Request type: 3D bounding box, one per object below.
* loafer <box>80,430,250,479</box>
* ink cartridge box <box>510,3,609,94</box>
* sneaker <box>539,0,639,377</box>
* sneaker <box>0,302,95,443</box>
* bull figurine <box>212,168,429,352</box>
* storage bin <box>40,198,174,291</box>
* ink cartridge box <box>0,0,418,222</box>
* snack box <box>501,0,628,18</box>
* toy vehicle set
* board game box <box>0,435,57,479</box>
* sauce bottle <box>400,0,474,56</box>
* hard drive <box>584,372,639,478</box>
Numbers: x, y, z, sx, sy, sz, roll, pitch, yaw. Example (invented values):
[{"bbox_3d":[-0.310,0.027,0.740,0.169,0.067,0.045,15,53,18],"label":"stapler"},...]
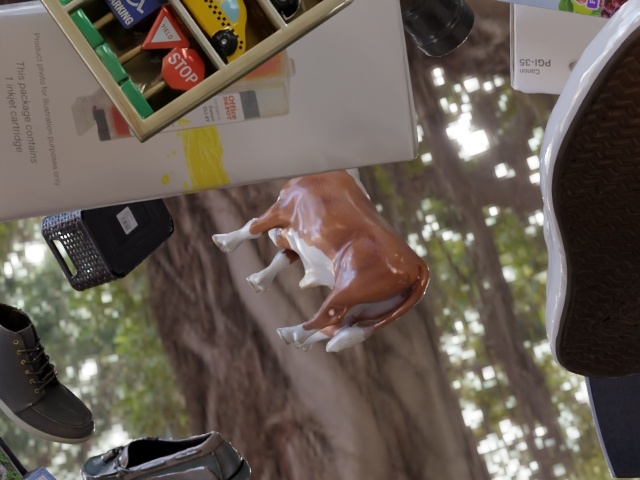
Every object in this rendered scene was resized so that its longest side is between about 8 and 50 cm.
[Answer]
[{"bbox_3d":[-0.212,0.282,1.793,0.267,0.096,0.084,-7,-60,34],"label":"loafer"},{"bbox_3d":[0.365,-0.247,1.585,0.207,0.117,0.283,6,18,30],"label":"ink cartridge box"},{"bbox_3d":[0.166,-0.051,0.762,0.106,0.123,0.290,4,-39,0],"label":"sneaker"},{"bbox_3d":[-0.400,0.189,1.930,0.118,0.222,0.083,-60,-6,30],"label":"sneaker"},{"bbox_3d":[0.000,0.000,1.519,0.188,0.310,0.101,-38,-51,0],"label":"bull figurine"},{"bbox_3d":[-0.308,-0.020,2.015,0.084,0.122,0.180,-17,17,32],"label":"storage bin"},{"bbox_3d":[-0.142,-0.129,1.147,0.385,0.160,0.279,-8,11,-11],"label":"ink cartridge box"},{"bbox_3d":[0.211,-0.260,1.281,0.207,0.070,0.174,14,20,18],"label":"snack box"},{"bbox_3d":[-0.120,-0.215,0.859,0.166,0.267,0.035,-36,1,-6],"label":"toy vehicle set"},{"bbox_3d":[-0.250,0.200,1.065,0.060,0.194,0.194,-38,5,-30],"label":"board game box"},{"bbox_3d":[0.030,-0.312,1.388,0.111,0.111,0.344,-30,-50,24],"label":"sauce bottle"},{"bbox_3d":[0.334,0.110,1.344,0.172,0.254,0.054,-7,5,30],"label":"hard drive"}]
